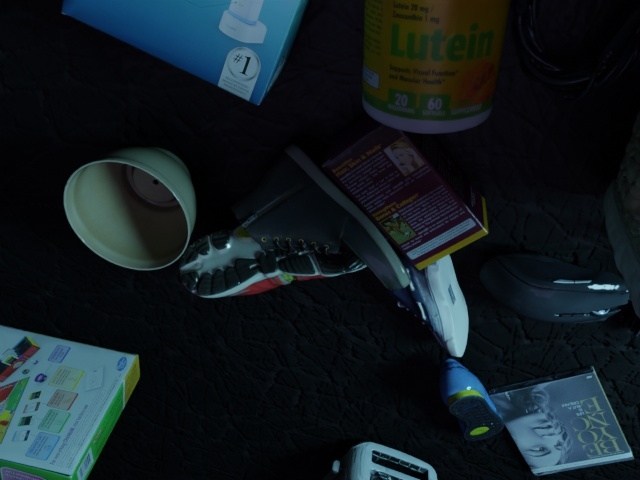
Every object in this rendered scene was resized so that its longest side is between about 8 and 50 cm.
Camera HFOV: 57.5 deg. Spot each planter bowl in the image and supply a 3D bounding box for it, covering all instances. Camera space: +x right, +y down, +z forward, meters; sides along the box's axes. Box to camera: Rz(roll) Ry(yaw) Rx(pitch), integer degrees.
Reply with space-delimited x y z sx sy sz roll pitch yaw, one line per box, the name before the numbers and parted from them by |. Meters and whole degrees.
planter bowl | -0.231 -0.056 0.762 0.162 0.109 0.162 5 125 8

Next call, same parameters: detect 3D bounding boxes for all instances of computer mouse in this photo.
computer mouse | 0.345 0.059 0.732 0.262 0.060 0.184 16 143 0

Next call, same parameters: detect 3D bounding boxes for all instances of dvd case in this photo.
dvd case | 0.391 0.301 0.948 0.165 0.018 0.221 -21 118 24

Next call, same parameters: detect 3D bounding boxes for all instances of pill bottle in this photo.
pill bottle | 0.110 -0.238 0.546 0.136 0.136 0.245 5 126 8

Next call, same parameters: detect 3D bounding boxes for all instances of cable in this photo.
cable | 0.262 -0.226 0.560 0.151 0.047 0.184 8 117 25

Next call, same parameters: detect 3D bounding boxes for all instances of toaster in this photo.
toaster | 0.114 0.464 1.053 0.227 0.129 0.146 22 124 -3

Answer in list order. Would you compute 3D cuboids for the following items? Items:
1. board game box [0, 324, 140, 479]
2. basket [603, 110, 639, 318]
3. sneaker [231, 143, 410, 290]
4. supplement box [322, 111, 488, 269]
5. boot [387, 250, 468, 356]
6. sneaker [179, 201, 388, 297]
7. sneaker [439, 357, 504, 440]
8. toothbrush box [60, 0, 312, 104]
board game box | -0.498 0.264 0.964 0.317 0.242 0.064 12 128 3
basket | 0.443 -0.059 0.457 0.331 0.328 0.266 13 117 14
sneaker | 0.000 0.000 0.702 0.118 0.083 0.222 -44 76 3
supplement box | 0.105 -0.069 0.703 0.104 0.080 0.188 -32 114 29
boot | 0.151 0.086 0.824 0.086 0.069 0.190 2 128 32
sneaker | -0.049 0.015 0.794 0.279 0.107 0.118 -10 167 1
sneaker | 0.237 0.253 0.926 0.069 0.082 0.209 -25 136 10
toothbrush box | -0.091 -0.315 0.539 0.216 0.126 0.295 24 127 -5
